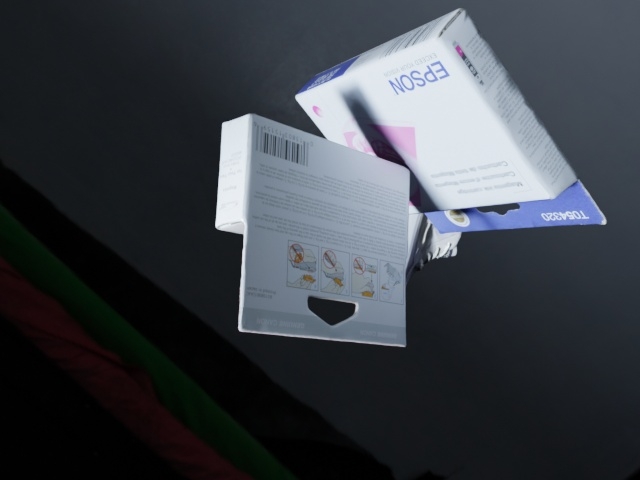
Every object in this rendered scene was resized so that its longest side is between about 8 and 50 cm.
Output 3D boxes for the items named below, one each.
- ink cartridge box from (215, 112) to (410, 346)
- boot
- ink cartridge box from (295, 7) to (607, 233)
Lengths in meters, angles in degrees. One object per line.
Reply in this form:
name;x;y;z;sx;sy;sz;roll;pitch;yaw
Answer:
ink cartridge box;0.000;0.000;0.853;0.275;0.239;0.060;13;166;-42
boot;0.178;0.015;1.215;0.123;0.258;0.095;18;178;-14
ink cartridge box;0.157;-0.113;0.942;0.330;0.071;0.324;50;156;-19
